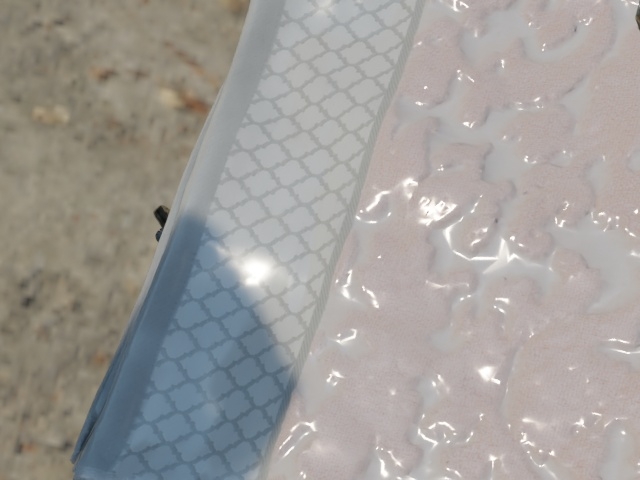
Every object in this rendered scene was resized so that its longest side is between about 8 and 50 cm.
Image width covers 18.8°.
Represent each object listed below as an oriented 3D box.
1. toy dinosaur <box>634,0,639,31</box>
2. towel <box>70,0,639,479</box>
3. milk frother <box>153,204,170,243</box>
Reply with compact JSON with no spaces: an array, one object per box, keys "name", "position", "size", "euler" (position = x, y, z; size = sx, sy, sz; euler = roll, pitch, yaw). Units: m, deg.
[{"name":"toy dinosaur","position":[0.195,-0.013,0.456],"size":[0.218,0.164,0.322],"euler":[5,-8,28]},{"name":"towel","position":[0.070,0.005,0.899],"size":[0.317,0.053,0.332],"euler":[8,64,24]},{"name":"milk frother","position":[0.000,0.000,1.057],"size":[0.135,0.129,0.143],"euler":[-39,90,-16]}]
